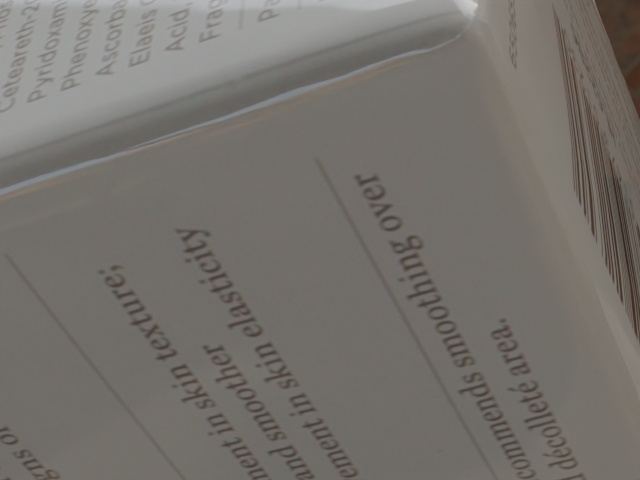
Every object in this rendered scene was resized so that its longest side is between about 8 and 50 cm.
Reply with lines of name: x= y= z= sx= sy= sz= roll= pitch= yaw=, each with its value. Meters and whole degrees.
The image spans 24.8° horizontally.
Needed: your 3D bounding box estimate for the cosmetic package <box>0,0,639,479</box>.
cosmetic package: x=-0.065 y=-0.014 z=0.668 sx=0.393 sy=0.329 sz=0.327 roll=-16 pitch=42 yaw=17
